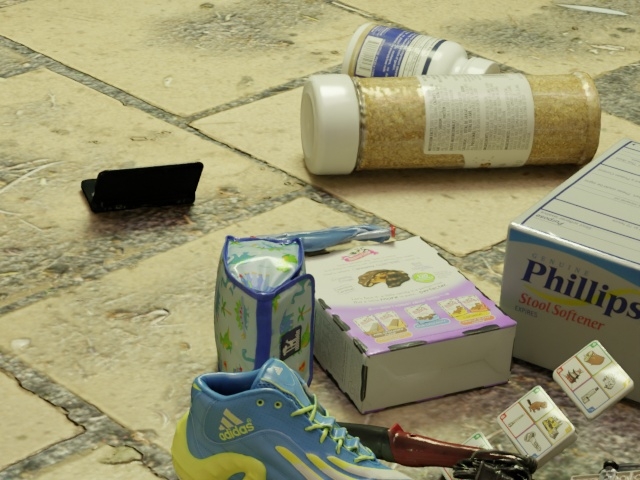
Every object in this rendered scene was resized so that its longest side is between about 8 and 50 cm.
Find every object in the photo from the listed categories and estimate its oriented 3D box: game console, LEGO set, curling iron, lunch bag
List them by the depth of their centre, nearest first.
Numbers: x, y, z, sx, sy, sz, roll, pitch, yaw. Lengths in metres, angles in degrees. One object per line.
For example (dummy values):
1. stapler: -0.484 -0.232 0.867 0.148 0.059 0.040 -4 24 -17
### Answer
1. LEGO set: 0.222 0.209 1.393 0.182 0.060 0.244 -39 33 1
2. curling iron: 0.067 0.175 1.448 0.274 0.035 0.068 8 -8 38
3. lunch bag: -0.054 0.079 1.564 0.096 0.129 0.151 2 20 0
4. game console: -0.205 -0.075 1.920 0.122 0.071 0.107 -6 29 -19

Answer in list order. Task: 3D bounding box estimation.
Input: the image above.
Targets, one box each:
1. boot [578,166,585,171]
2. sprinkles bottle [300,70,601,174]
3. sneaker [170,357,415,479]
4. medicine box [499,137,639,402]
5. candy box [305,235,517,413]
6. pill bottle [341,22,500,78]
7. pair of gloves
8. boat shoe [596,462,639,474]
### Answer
1. boot: 0.374 -0.077 2.030 0.118 0.042 0.087 -8 27 -23
2. sprinkles bottle: 0.158 -0.145 2.046 0.355 0.121 0.121 -2 28 -12
3. sneaker: -0.014 0.173 1.399 0.240 0.126 0.091 11 28 15
4. medicine box: 0.358 0.036 1.689 0.263 0.149 0.289 19 31 28
5. candy box: 0.071 0.078 1.657 0.165 0.070 0.196 -10 31 -24
6. pill bottle: 0.131 -0.211 2.182 0.186 0.112 0.112 17 30 22
7. pair of gloves: 0.000 0.000 1.783 0.159 0.023 0.198 -6 3 -4
8. boat shoe: 0.353 0.217 1.410 0.254 0.079 0.095 11 35 17
